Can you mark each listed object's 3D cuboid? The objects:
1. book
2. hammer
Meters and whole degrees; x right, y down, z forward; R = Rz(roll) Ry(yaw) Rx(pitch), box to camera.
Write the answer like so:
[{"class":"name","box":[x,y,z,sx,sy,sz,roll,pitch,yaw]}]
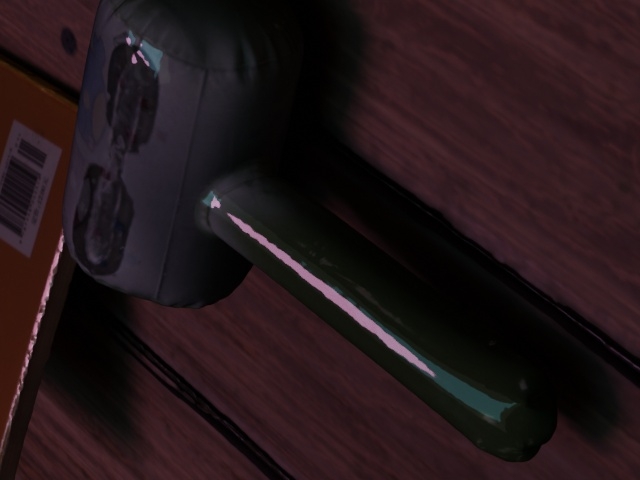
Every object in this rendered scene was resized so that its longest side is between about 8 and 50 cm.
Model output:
[{"class":"book","box":[-0.294,-0.026,1.372,0.374,0.028,0.262,31,110,40]},{"class":"hammer","box":[0.000,0.000,1.032,0.335,0.119,0.206,38,135,24]}]
